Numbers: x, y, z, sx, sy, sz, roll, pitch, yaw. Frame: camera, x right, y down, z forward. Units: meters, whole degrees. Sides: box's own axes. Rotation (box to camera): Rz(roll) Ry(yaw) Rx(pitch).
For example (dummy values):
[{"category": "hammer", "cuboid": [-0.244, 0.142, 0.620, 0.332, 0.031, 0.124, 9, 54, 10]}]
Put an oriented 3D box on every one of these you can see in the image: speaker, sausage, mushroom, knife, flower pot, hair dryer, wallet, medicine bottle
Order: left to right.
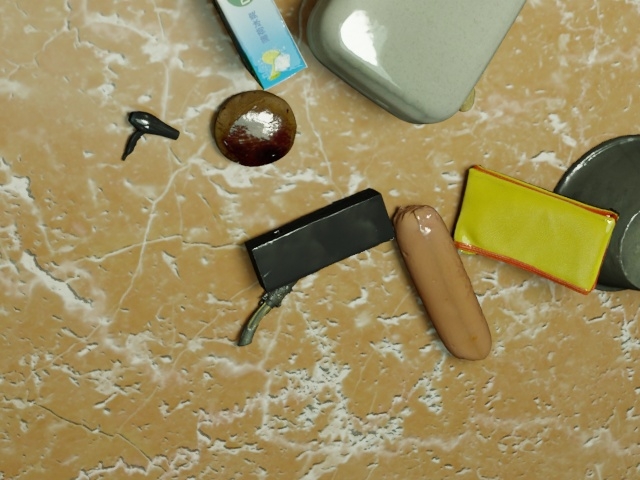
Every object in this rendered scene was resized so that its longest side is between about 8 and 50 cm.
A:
[{"category": "hair dryer", "cuboid": [-0.256, -0.146, 1.934, 0.079, 0.031, 0.083, 24, 117, -30]}, {"category": "mushroom", "cuboid": [-0.095, -0.162, 1.950, 0.123, 0.052, 0.123, -4, 108, -11]}, {"category": "knife", "cuboid": [-0.062, 0.075, 2.064, 0.046, 0.021, 0.222, 27, 98, -23]}, {"category": "speaker", "cuboid": [0.000, 0.000, 2.024, 0.218, 0.044, 0.082, -24, 112, -10]}, {"category": "medicine bottle", "cuboid": [0.160, -0.363, 1.855, 0.282, 0.123, 0.375, 33, 85, -19]}, {"category": "sausage", "cuboid": [0.192, 0.067, 2.090, 0.086, 0.086, 0.289, -28, 116, -2]}, {"category": "wallet", "cuboid": [0.328, -0.017, 2.043, 0.241, 0.067, 0.141, 22, 114, 21]}, {"category": "flower pot", "cuboid": [0.507, -0.017, 2.094, 0.269, 0.166, 0.269, -4, 112, -10]}]

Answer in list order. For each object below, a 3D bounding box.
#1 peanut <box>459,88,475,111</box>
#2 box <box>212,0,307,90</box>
[{"category": "peanut", "cuboid": [0.148, -0.233, 1.968, 0.187, 0.082, 0.082, 19, 105, -19]}, {"category": "box", "cuboid": [-0.103, -0.320, 1.837, 0.073, 0.139, 0.194, -28, 114, -2]}]
